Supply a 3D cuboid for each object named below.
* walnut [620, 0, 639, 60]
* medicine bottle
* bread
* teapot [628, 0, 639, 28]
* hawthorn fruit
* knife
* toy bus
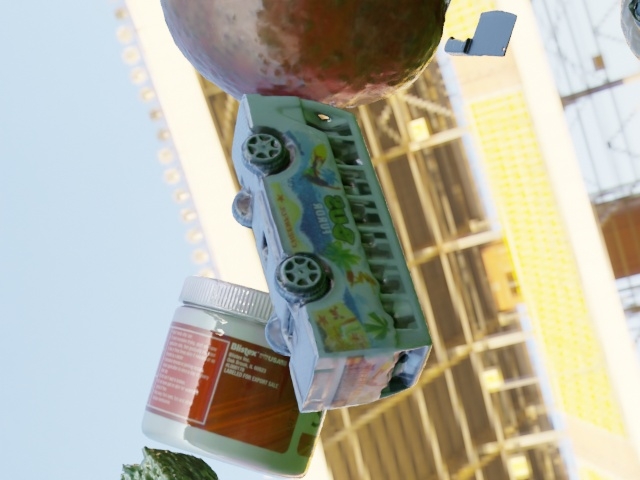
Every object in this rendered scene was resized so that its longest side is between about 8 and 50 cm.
[{"bbox_3d":[0.614,-0.363,2.038,0.277,0.313,0.252,-2,-117,-20],"label":"walnut"},{"bbox_3d":[-0.108,0.197,1.870,0.252,0.252,0.241,27,-103,-59],"label":"medicine bottle"},{"bbox_3d":[-0.151,0.295,1.476,0.172,0.064,0.232,41,-176,-12],"label":"bread"},{"bbox_3d":[0.417,-0.273,1.614,0.063,0.049,0.083,46,-164,22],"label":"teapot"},{"bbox_3d":[-0.013,-0.368,1.672,0.403,0.402,0.403,44,-142,-48],"label":"hawthorn fruit"},{"bbox_3d":[0.237,-0.303,1.928,0.245,0.019,0.072,-152,81,-74],"label":"knife"},{"bbox_3d":[0.000,0.000,1.261,0.109,0.135,0.330,103,156,-50],"label":"toy bus"}]
